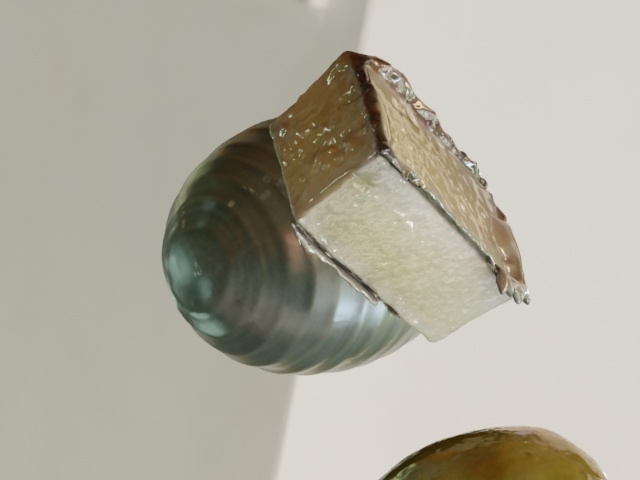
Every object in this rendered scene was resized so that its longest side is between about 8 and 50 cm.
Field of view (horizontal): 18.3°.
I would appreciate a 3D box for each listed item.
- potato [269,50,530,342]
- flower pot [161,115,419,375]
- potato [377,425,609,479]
[{"bbox_3d":[0.036,-0.014,0.869,0.122,0.061,0.086,43,-155,-39],"label":"potato"},{"bbox_3d":[0.000,0.000,1.432,0.243,0.157,0.189,-15,-104,-47],"label":"flower pot"},{"bbox_3d":[0.065,0.189,1.129,0.160,0.272,0.111,13,-139,-22],"label":"potato"}]
